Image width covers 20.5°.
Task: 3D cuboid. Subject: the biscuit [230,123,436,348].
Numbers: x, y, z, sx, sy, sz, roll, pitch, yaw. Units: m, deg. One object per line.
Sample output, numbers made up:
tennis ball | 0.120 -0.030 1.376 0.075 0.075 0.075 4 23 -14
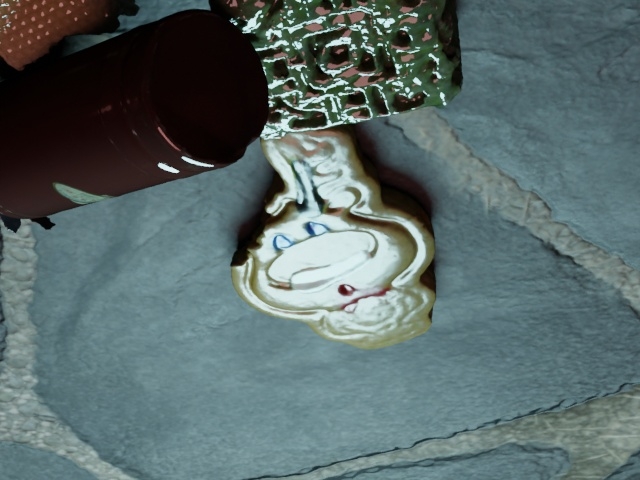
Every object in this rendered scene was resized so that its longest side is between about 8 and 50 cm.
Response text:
biscuit | 0.008 -0.002 1.552 0.183 0.047 0.319 -6 139 1

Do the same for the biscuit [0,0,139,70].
biscuit | -0.240 -0.218 1.263 0.108 0.061 0.239 -22 137 23

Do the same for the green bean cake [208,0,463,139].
green bean cake | 0.009 -0.164 1.312 0.181 0.094 0.173 -8 140 7

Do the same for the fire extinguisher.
fire extinguisher | -0.180 -0.076 1.349 0.337 0.114 0.135 -10 121 48
